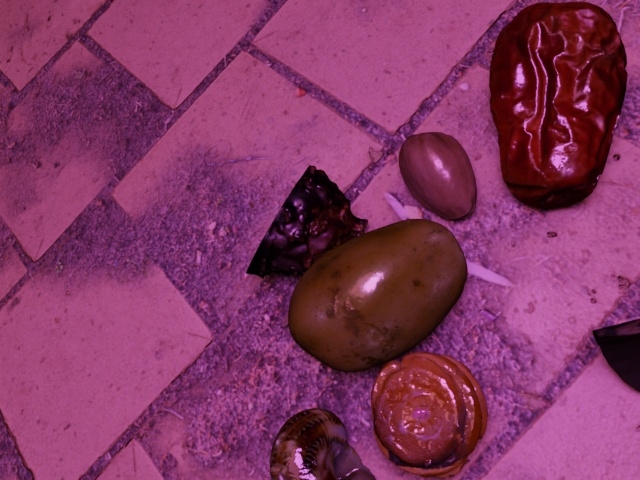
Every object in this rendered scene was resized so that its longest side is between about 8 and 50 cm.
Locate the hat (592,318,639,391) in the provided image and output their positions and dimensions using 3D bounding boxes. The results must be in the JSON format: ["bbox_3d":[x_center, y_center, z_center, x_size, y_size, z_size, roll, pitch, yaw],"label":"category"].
[{"bbox_3d":[0.565,0.066,0.696,0.382,0.366,0.257,-2,54,40],"label":"hat"}]

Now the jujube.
[{"bbox_3d":[0.383,-0.226,0.922,0.217,0.216,0.341,0,82,21],"label":"jujube"}]

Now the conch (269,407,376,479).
[{"bbox_3d":[0.003,0.361,0.876,0.124,0.187,0.181,-43,23,23],"label":"conch"}]

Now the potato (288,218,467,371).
[{"bbox_3d":[0.091,0.091,0.894,0.305,0.216,0.215,-23,64,4],"label":"potato"}]

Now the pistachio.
[{"bbox_3d":[0.211,-0.120,0.990,0.126,0.108,0.185,-45,67,27],"label":"pistachio"}]

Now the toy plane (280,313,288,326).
[{"bbox_3d":[-0.020,0.170,1.009,0.121,0.031,0.049,37,95,25],"label":"toy plane"}]

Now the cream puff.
[{"bbox_3d":[0.169,0.264,0.843,0.189,0.129,0.188,-6,79,31],"label":"cream puff"}]

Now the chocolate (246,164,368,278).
[{"bbox_3d":[0.000,0.000,0.996,0.177,0.206,0.224,29,98,-2],"label":"chocolate"}]
